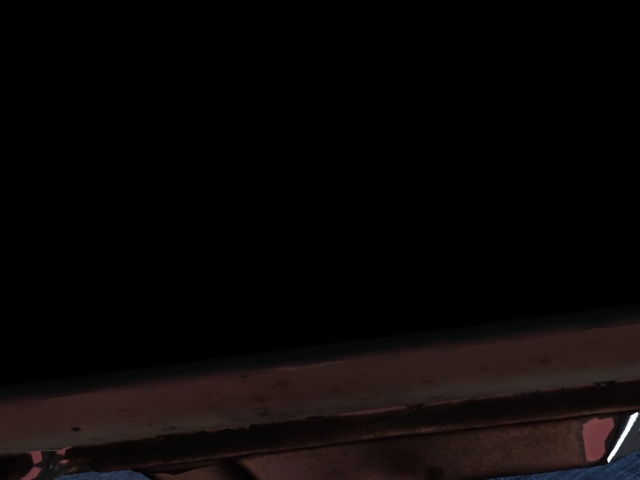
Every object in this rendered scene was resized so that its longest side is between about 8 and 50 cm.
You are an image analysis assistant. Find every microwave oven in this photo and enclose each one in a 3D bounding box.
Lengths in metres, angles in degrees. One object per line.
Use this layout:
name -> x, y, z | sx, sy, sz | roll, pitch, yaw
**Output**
microwave oven -> 0.031, -0.030, 0.611 | 0.394, 0.247, 0.333 | -8, 171, 14
